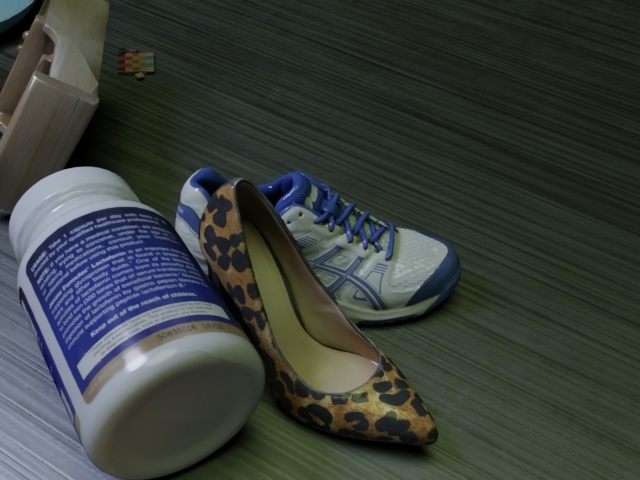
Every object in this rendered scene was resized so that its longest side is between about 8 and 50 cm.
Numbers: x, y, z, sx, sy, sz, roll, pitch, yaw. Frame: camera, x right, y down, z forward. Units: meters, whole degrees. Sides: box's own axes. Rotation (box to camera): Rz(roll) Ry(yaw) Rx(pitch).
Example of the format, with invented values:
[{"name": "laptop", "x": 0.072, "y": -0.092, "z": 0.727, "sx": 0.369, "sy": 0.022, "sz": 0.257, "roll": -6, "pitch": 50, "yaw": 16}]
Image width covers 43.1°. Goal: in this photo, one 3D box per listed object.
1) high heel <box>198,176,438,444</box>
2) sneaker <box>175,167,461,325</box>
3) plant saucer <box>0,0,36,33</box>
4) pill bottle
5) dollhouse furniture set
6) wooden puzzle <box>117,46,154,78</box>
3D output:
[{"name": "high heel", "x": -0.003, "y": 0.063, "z": 0.692, "sx": 0.261, "sy": 0.186, "sz": 0.093, "roll": 29, "pitch": 47, "yaw": 24}, {"name": "sneaker", "x": 0.000, "y": 0.000, "z": 0.805, "sx": 0.297, "sy": 0.130, "sz": 0.111, "roll": 4, "pitch": 41, "yaw": -4}, {"name": "plant saucer", "x": -0.573, "y": -0.358, "z": 1.196, "sx": 0.318, "sy": 0.043, "sz": 0.317, "roll": 3, "pitch": 43, "yaw": -2}, {"name": "pill bottle", "x": -0.172, "y": 0.059, "z": 0.704, "sx": 0.153, "sy": 0.153, "sz": 0.264, "roll": -20, "pitch": 49, "yaw": -25}, {"name": "dollhouse furniture set", "x": -0.446, "y": -0.225, "z": 0.852, "sx": 0.394, "sy": 0.362, "sz": 0.256, "roll": 22, "pitch": 34, "yaw": -27}, {"name": "wooden puzzle", "x": -0.259, "y": -0.249, "z": 1.136, "sx": 0.050, "sy": 0.006, "sz": 0.083, "roll": -3, "pitch": 43, "yaw": -10}]
